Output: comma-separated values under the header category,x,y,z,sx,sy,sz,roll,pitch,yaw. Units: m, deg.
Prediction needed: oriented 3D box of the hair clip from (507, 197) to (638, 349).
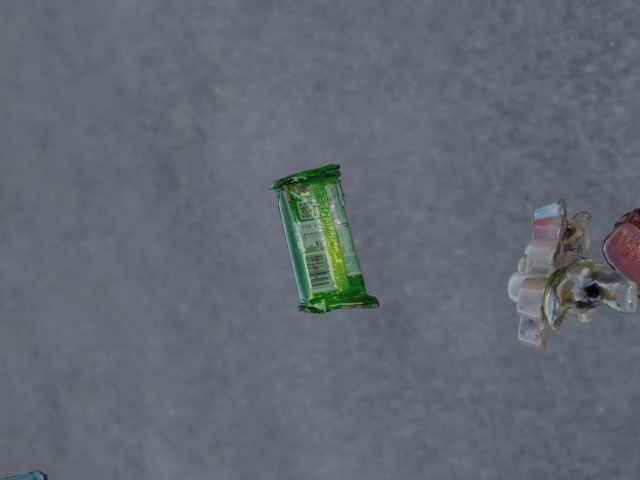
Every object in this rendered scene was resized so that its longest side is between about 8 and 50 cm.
category,x,y,z,sx,sy,sz,roll,pitch,yaw
hair clip,0.122,0.016,0.802,0.214,0.056,0.062,-68,-24,-81

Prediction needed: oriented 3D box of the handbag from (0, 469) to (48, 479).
category,x,y,z,sx,sy,sz,roll,pitch,yaw
handbag,-0.198,0.207,0.723,0.229,0.062,0.179,-31,61,41

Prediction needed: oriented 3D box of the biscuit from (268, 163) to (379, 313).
category,x,y,z,sx,sy,sz,roll,pitch,yaw
biscuit,0.000,0.000,0.873,0.016,0.046,0.089,121,137,-68

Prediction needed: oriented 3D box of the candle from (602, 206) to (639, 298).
category,x,y,z,sx,sy,sz,roll,pitch,yaw
candle,0.265,0.047,1.105,0.162,0.053,0.048,52,175,5
